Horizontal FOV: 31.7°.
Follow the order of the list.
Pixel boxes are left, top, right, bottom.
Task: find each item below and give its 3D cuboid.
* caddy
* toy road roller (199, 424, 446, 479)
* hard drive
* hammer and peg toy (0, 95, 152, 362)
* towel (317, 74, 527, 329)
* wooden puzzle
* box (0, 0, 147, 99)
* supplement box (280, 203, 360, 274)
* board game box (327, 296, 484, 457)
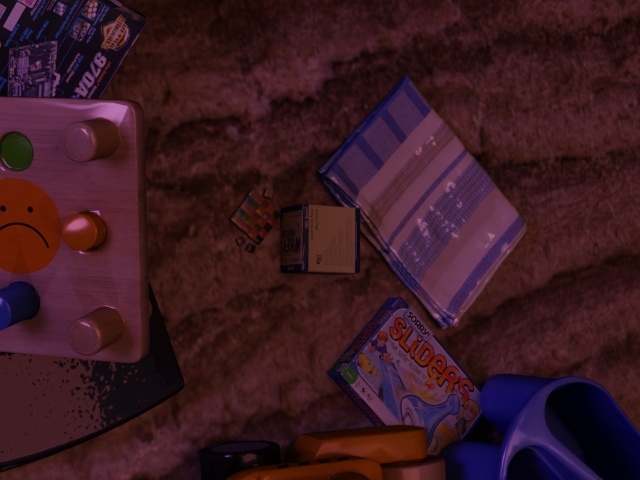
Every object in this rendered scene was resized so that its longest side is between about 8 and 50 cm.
[{"bbox_3d":[0.316,0.322,1.458,0.341,0.179,0.241,47,65,-27],"label":"caddy"},{"bbox_3d":[0.026,0.328,1.268,0.330,0.240,0.202,-2,87,-25],"label":"toy road roller"},{"bbox_3d":[-0.278,0.140,1.227,0.255,0.054,0.172,-21,96,-29],"label":"hard drive"},{"bbox_3d":[-0.340,-0.010,1.111,0.127,0.361,0.266,-37,128,-72],"label":"hammer and peg toy"},{"bbox_3d":[0.144,-0.050,1.495,0.285,0.034,0.209,49,64,-17],"label":"towel"},{"bbox_3d":[-0.080,-0.028,1.381,0.049,0.006,0.083,43,67,-20],"label":"wooden puzzle"},{"bbox_3d":[-0.313,-0.188,1.185,0.175,0.051,0.220,29,99,-25],"label":"box"},{"bbox_3d":[0.000,0.000,1.395,0.083,0.056,0.083,3,85,-30],"label":"supplement box"},{"bbox_3d":[0.119,0.191,1.459,0.201,0.035,0.136,49,65,-18],"label":"board game box"}]
